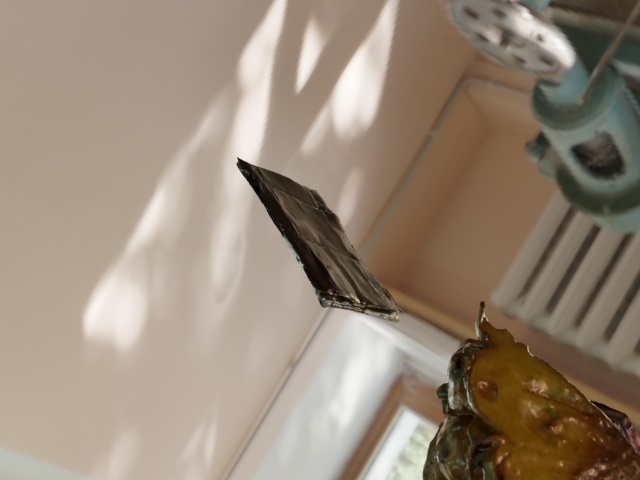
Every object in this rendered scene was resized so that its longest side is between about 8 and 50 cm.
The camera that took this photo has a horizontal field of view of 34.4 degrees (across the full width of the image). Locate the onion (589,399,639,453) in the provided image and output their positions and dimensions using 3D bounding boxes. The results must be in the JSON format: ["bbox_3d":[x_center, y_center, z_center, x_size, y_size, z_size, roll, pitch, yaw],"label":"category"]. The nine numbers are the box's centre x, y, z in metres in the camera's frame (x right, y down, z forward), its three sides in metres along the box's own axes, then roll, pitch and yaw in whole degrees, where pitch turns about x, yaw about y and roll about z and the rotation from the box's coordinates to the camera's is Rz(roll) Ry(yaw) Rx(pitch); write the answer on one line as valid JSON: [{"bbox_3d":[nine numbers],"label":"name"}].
[{"bbox_3d":[0.328,0.352,1.521,0.256,0.272,0.230,-134,33,-69],"label":"onion"}]

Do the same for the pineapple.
[{"bbox_3d":[0.108,0.190,0.539,0.250,0.164,0.140,45,132,0],"label":"pineapple"}]

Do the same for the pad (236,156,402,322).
[{"bbox_3d":[0.000,0.000,1.245,0.174,0.022,0.233,20,-149,-51],"label":"pad"}]
